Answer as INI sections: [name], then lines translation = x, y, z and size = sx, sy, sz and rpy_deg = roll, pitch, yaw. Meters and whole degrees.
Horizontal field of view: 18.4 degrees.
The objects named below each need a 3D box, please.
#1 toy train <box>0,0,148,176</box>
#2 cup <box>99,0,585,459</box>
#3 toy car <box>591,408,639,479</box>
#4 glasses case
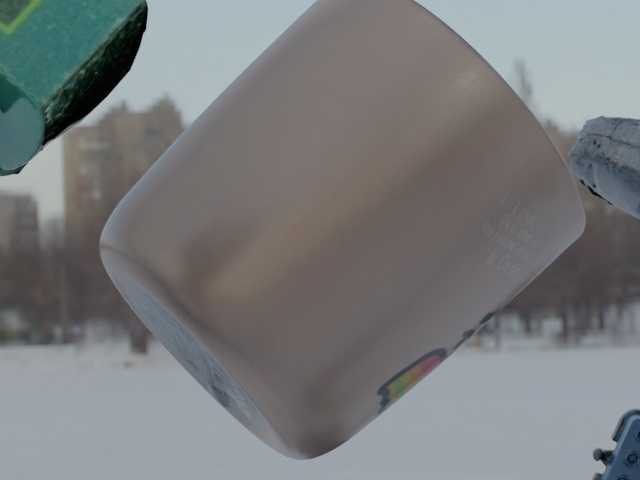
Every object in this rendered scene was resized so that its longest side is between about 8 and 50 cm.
[toy train]
translation = -0.221, -0.051, 0.775
size = 0.194, 0.298, 0.120
rpy_deg = 42, -25, -7
[cup]
translation = 0.000, 0.000, 1.087
size = 0.200, 0.191, 0.253
rpy_deg = -43, -1, -11
[toy car]
translation = 0.306, 0.211, 1.572
size = 0.191, 0.097, 0.100
rpy_deg = 24, 2, 2
[glasses case]
translation = 0.289, -0.017, 1.242
size = 0.282, 0.067, 0.109
rpy_deg = 18, -13, 25
